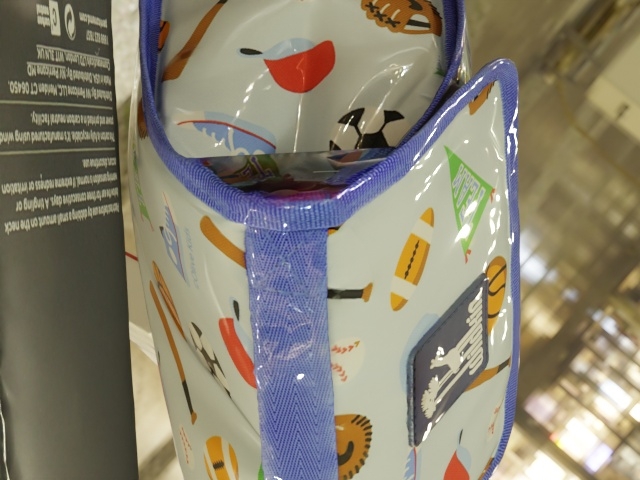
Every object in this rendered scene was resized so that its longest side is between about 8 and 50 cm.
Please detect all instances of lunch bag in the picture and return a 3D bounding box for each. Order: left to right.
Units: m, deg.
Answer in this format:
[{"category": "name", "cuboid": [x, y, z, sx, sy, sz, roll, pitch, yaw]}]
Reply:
[{"category": "lunch bag", "cuboid": [0.000, 0.000, 0.915, 0.385, 0.239, 0.328, -90, 177, -55]}]

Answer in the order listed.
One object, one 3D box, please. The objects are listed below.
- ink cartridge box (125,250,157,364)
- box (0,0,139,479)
[{"category": "ink cartridge box", "cuboid": [-0.126, 0.080, 1.327, 0.056, 0.099, 0.135, -52, 136, -14]}, {"category": "box", "cuboid": [-0.253, 0.062, 0.556, 0.179, 0.343, 0.312, -29, 117, -84]}]
